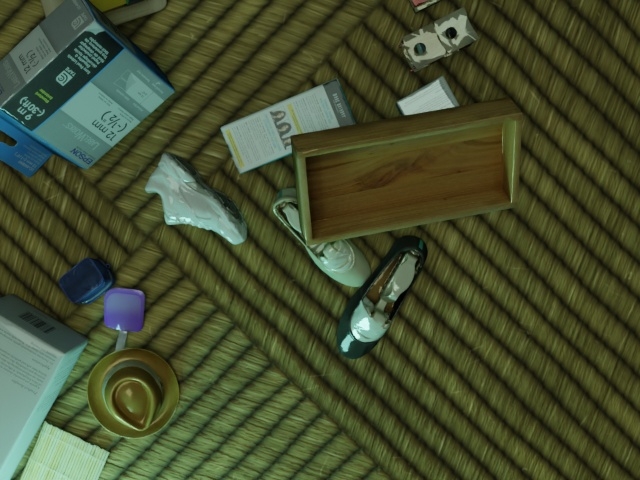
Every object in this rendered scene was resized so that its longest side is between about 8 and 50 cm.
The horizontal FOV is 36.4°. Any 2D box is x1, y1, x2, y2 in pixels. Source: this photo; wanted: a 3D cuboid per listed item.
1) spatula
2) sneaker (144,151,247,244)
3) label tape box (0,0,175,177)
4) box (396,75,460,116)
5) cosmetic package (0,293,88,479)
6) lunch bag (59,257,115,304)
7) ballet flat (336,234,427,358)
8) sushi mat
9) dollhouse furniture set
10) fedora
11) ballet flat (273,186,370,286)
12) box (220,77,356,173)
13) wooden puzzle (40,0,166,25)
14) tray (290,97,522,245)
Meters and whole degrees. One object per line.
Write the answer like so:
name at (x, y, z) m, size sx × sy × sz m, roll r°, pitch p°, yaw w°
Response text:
spatula at (-0.407, 0.239, 1.962) m, size 0.084 × 0.030 × 0.296 m, roll 8°, pitch 97°, yaw 4°
sneaker at (-0.245, -0.061, 1.903) m, size 0.232 × 0.090 × 0.115 m, roll 43°, pitch 103°, yaw 8°
label tape box at (-0.481, -0.252, 1.802) m, size 0.348 × 0.249 × 0.115 m, roll -42°, pitch 55°, yaw 5°
box at (0.206, -0.247, 1.841) m, size 0.101 × 0.102 × 0.087 m, roll -29°, pitch 91°, yaw 5°
cosmetic package at (-0.644, 0.314, 1.921) m, size 0.197 × 0.155 × 0.365 m, roll 32°, pitch 98°, yaw 1°
lunch bag at (-0.458, 0.079, 1.933) m, size 0.098 × 0.065 × 0.067 m, roll -36°, pitch 77°, yaw 7°
ballet flat at (0.115, 0.114, 1.883) m, size 0.095 × 0.096 × 0.280 m, roll 28°, pitch 97°, yaw -8°
sushi mat at (-0.560, 0.541, 2.008) m, size 0.152 × 0.019 × 0.316 m, roll 24°, pitch 96°, yaw 0°
dollhouse furniture set at (0.191, -0.423, 1.810) m, size 0.129 × 0.129 × 0.183 m, roll -26°, pitch 95°, yaw 6°
fedora at (-0.369, 0.312, 1.924) m, size 0.194 × 0.079 × 0.194 m, roll -3°, pitch 103°, yaw -11°
ballet flat at (0.000, 0.000, 1.889) m, size 0.086 × 0.086 × 0.248 m, roll -45°, pitch 92°, yaw 6°
box at (-0.060, -0.219, 1.880) m, size 0.244 × 0.060 × 0.100 m, roll -22°, pitch 94°, yaw 5°
wooden puzzle at (-0.409, -0.501, 1.792) m, size 0.239 × 0.044 × 0.220 m, roll -27°, pitch 119°, yaw -30°
tray at (0.159, -0.127, 1.789) m, size 0.411 × 0.076 × 0.202 m, roll -10°, pitch 126°, yaw -7°
